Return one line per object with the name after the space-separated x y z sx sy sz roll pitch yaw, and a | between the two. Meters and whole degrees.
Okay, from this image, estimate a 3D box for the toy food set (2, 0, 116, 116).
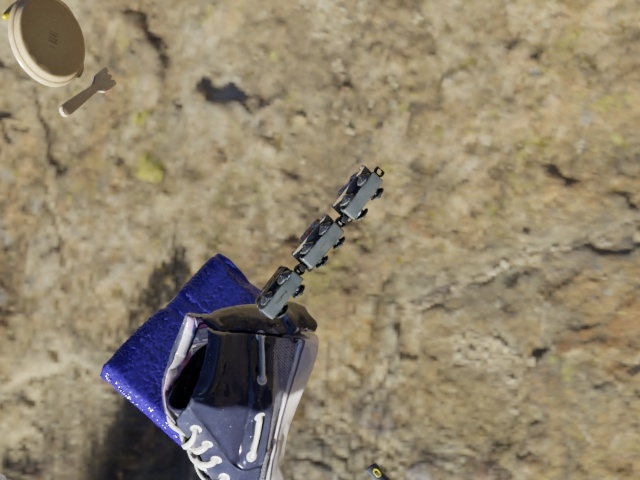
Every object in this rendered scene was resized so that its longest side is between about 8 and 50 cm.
-0.352 -0.257 1.592 0.038 0.132 0.192 -12 114 37 | toy food set

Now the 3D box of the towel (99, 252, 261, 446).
-0.190 0.192 2.090 0.227 0.308 0.076 39 150 9 | towel

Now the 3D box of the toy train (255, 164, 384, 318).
0.000 0.000 1.035 0.158 0.027 0.036 -51 22 -10 | toy train

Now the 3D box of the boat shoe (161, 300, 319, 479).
-0.124 0.228 1.441 0.127 0.158 0.341 26 107 48 | boat shoe

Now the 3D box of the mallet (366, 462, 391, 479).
0.122 0.378 1.662 0.189 0.039 0.062 38 74 26 | mallet

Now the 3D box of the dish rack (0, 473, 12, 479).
-0.619 0.345 1.762 0.332 0.285 0.072 5 90 32 | dish rack
